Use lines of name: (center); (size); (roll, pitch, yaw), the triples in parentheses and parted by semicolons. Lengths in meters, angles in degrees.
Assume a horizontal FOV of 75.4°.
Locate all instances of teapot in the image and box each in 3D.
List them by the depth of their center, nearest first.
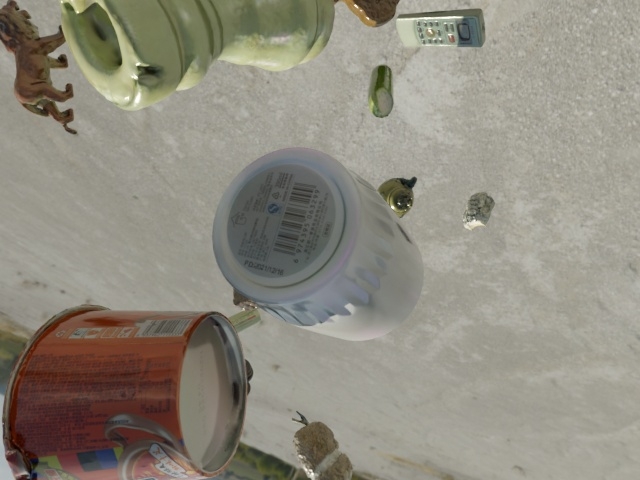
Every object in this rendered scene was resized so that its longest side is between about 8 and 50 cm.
teapot: (0.322, -0.166, 1.785); (0.173, 0.269, 0.182); (38, 180, -16)

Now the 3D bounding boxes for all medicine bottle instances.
medicine bottle: (-0.293, 0.272, 1.259); (0.059, 0.231, 0.059); (33, 134, 41)

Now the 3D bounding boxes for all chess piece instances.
chess piece: (-0.181, -0.374, 0.709); (0.234, 0.442, 0.234); (23, 134, 26)

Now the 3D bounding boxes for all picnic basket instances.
picnic basket: (-0.171, 0.073, 1.027); (0.110, 0.193, 0.055); (-20, 147, 16)

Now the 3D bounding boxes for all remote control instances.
remote control: (0.380, -0.675, 1.331); (0.286, 0.038, 0.123); (18, 162, 32)

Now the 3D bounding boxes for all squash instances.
squash: (0.160, -0.399, 1.096); (0.069, 0.238, 0.069); (5, 137, 5)

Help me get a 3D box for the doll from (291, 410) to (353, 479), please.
doll: (-0.005, 0.504, 1.007); (0.115, 0.221, 0.105); (20, 116, -42)

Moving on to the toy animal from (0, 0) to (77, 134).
toy animal: (-0.707, -0.429, 1.023); (0.158, 0.312, 0.097); (-7, -176, -33)

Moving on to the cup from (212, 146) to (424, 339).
cup: (0.016, 0.022, 0.663); (0.254, 0.253, 0.371); (8, 167, 23)

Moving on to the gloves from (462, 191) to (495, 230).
gloves: (0.591, -0.118, 1.553); (0.070, 0.153, 0.114); (33, 155, -18)

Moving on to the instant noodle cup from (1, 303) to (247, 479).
instant noodle cup: (-0.220, 0.197, 0.534); (0.192, 0.250, 0.250); (-8, 140, 11)

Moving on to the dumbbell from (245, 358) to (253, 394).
dumbbell: (-0.283, 0.476, 1.417); (0.099, 0.099, 0.208); (19, 120, 8)

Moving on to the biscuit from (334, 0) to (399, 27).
biscuit: (0.116, -0.815, 1.195); (0.074, 0.359, 0.380); (-142, 36, -73)
